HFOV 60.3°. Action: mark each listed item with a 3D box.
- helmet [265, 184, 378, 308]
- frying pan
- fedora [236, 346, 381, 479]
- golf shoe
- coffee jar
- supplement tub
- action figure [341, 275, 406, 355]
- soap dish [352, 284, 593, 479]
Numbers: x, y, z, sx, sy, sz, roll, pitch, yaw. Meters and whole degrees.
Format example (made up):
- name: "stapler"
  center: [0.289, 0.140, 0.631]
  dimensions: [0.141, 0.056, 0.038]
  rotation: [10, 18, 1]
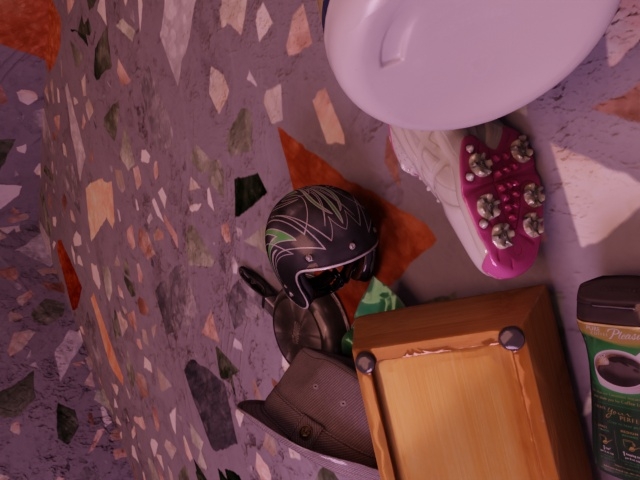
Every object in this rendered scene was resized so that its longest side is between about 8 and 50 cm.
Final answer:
- name: "helmet"
  center: [0.000, 0.000, 0.784]
  dimensions: [0.169, 0.169, 0.162]
  rotation: [45, 148, 36]
- name: "frying pan"
  center: [-0.058, 0.111, 0.984]
  dimensions: [0.326, 0.053, 0.197]
  rotation: [51, 134, 27]
- name: "fedora"
  center: [0.027, 0.235, 0.794]
  dimensions: [0.275, 0.243, 0.125]
  rotation: [19, 85, 42]
- name: "golf shoe"
  center: [0.151, -0.097, 0.623]
  dimensions: [0.140, 0.115, 0.307]
  rotation: [-39, 60, 58]
- name: "coffee jar"
  center: [0.295, 0.123, 0.504]
  dimensions: [0.096, 0.079, 0.185]
  rotation: [-2, 98, 56]
- name: "supplement tub"
  center: [0.094, -0.283, 0.480]
  dimensions: [0.228, 0.228, 0.317]
  rotation: [-43, 48, 48]
- name: "action figure"
  center: [0.138, 0.163, 0.729]
  dimensions: [0.232, 0.063, 0.137]
  rotation: [38, 125, 33]
- name: "soap dish"
  center: [0.162, 0.213, 0.607]
  dimensions: [0.228, 0.118, 0.291]
  rotation: [-14, 87, 26]
